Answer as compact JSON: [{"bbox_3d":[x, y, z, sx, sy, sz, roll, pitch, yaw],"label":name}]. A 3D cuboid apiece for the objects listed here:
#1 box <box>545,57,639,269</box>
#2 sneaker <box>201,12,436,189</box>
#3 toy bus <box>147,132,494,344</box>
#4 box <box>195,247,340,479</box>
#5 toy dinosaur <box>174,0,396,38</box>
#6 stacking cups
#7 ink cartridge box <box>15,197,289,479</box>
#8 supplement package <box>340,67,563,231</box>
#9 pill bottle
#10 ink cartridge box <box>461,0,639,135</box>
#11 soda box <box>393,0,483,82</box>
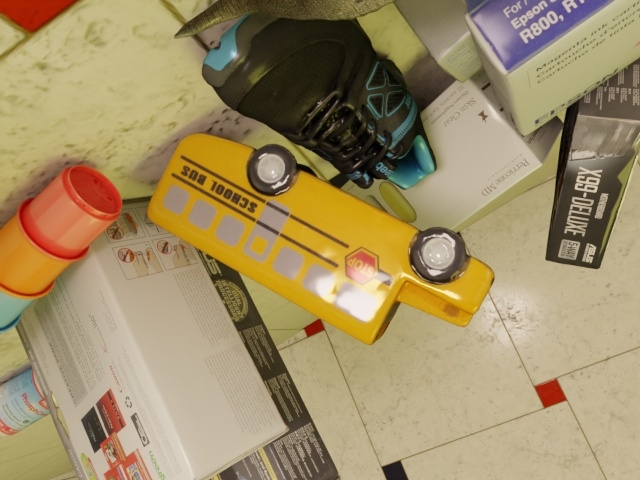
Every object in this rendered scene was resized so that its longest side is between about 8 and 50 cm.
[{"bbox_3d":[0.377,-0.155,0.781,0.242,0.077,0.307,80,28,-45],"label":"box"},{"bbox_3d":[0.030,-0.130,0.563,0.125,0.139,0.341,-35,164,28],"label":"sneaker"},{"bbox_3d":[0.000,0.000,0.580,0.130,0.333,0.108,-62,167,2],"label":"toy bus"},{"bbox_3d":[-0.187,0.218,0.812,0.097,0.395,0.318,-11,155,-49],"label":"box"},{"bbox_3d":[0.038,-0.197,0.301,0.314,0.160,0.121,-31,164,9],"label":"toy dinosaur"},{"bbox_3d":[-0.324,0.046,0.564,0.316,0.096,0.096,-37,164,22],"label":"stacking cups"},{"bbox_3d":[-0.224,0.152,0.682,0.130,0.309,0.272,-14,160,-48],"label":"ink cartridge box"},{"bbox_3d":[0.180,-0.112,0.811,0.262,0.145,0.204,-42,179,38],"label":"supplement package"},{"bbox_3d":[-0.492,0.264,0.988,0.160,0.087,0.087,-31,166,0],"label":"pill bottle"},{"bbox_3d":[0.283,-0.233,0.463,0.324,0.071,0.330,-35,167,18],"label":"ink cartridge box"},{"bbox_3d":[0.202,-0.274,0.494,0.286,0.098,0.091,-36,166,25],"label":"soda box"}]
